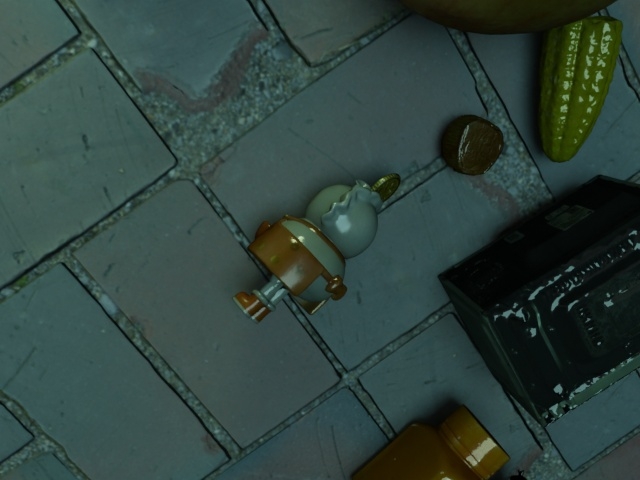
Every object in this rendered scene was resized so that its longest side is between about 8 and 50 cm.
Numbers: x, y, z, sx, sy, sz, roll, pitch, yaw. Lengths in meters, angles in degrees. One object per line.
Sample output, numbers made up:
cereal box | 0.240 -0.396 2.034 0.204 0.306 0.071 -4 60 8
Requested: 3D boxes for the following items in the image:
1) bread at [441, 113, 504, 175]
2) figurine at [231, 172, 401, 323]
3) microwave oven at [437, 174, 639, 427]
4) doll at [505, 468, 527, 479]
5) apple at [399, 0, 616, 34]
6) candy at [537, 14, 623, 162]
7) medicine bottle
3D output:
bread | 0.208 -0.132 0.834 0.085 0.053 0.085 -7 109 -20
figurine | 0.004 0.008 0.791 0.271 0.143 0.143 -28 107 -1
microwave oven | 0.362 0.080 0.847 0.295 0.181 0.237 -32 108 -1
doll | 0.273 0.468 0.973 0.192 0.095 0.149 -30 105 1
apple | 0.214 -0.409 0.617 0.392 0.346 0.391 -1 105 -4
candy | 0.343 -0.204 0.816 0.094 0.106 0.198 4 109 7
medicine bottle | 0.166 0.358 0.897 0.222 0.149 0.112 -42 107 2
